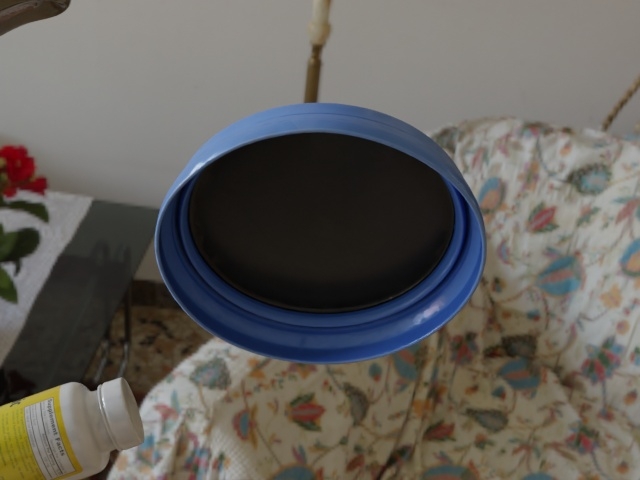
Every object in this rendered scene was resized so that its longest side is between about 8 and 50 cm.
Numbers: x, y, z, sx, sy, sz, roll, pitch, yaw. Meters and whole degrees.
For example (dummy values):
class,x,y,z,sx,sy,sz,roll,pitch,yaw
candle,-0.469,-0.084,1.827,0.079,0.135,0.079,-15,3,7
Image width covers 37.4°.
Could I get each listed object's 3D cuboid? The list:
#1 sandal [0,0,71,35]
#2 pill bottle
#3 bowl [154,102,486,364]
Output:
class,x,y,z,sx,sy,sz,roll,pitch,yaw
sandal,-0.216,-0.097,0.519,0.180,0.049,0.072,-22,6,-3
pill bottle,-0.181,0.133,0.634,0.116,0.065,0.065,-18,36,-5
bowl,0.000,0.000,1.145,0.391,0.391,0.077,5,44,-3
